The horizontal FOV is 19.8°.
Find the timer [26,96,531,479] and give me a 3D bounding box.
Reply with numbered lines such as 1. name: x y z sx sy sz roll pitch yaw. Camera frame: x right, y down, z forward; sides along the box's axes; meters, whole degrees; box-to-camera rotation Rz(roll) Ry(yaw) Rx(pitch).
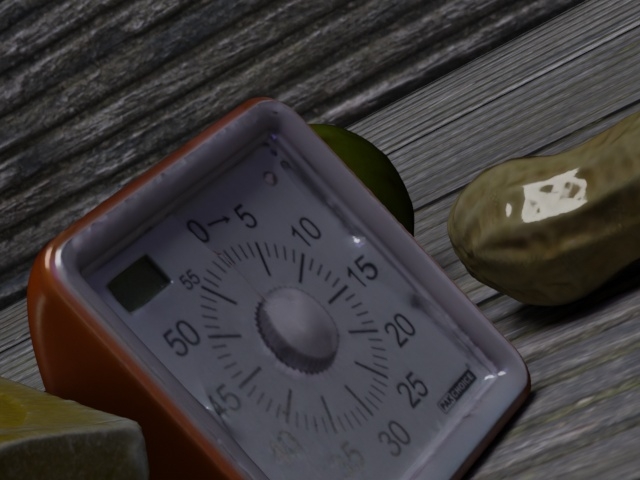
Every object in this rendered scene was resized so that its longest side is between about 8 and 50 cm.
1. timer: -0.038 0.063 1.091 0.161 0.250 0.257 -24 11 39

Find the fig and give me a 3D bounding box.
1. fig: 0.000 0.000 1.649 0.203 0.203 0.225 -27 -32 27

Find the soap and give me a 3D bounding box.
1. soap: -0.228 0.127 0.972 0.199 0.091 0.315 -2 4 -25

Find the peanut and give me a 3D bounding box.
1. peanut: 0.196 -0.024 1.260 0.274 0.111 0.125 -24 16 42
